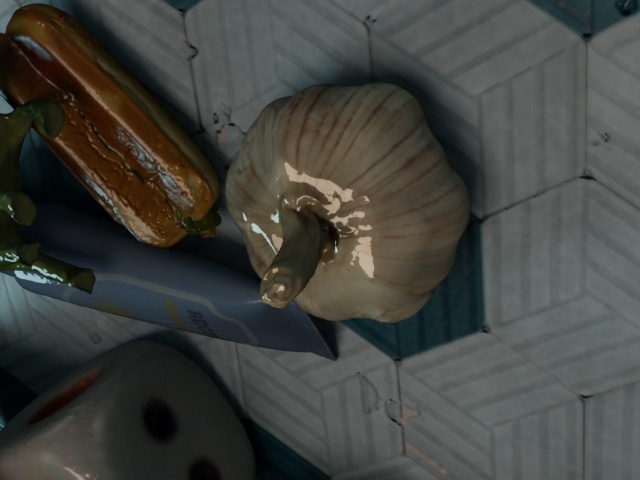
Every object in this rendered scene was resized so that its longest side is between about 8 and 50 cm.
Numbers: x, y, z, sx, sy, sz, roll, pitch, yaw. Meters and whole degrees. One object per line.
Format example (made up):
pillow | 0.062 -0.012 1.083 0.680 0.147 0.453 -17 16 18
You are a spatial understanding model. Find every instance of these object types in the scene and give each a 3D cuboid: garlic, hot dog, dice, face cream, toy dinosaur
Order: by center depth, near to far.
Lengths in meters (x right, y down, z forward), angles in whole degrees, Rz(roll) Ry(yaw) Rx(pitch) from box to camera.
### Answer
garlic | 0.000 0.000 0.868 0.199 0.226 0.199 11 121 19
hot dog | -0.178 -0.094 1.015 0.250 0.076 0.104 44 112 -5
toy dinosaur | -0.337 -0.034 1.044 0.300 0.087 0.447 8 111 37
face cream | -0.172 0.031 1.074 0.385 0.086 0.136 16 160 20
dice | -0.193 0.223 1.138 0.193 0.194 0.192 -26 102 37
